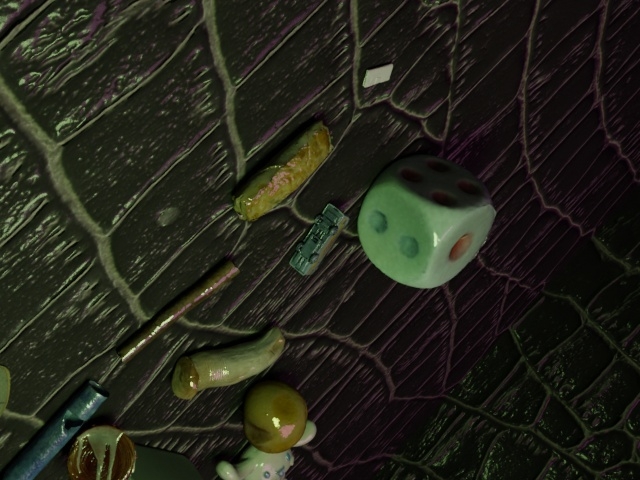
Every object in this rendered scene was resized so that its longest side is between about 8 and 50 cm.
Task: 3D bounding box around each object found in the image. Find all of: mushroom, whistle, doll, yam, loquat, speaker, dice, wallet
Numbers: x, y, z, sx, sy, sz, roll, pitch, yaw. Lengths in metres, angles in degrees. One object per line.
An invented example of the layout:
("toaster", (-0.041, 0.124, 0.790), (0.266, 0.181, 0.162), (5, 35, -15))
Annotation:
("mushroom", (-0.229, 0.312, 2.015), (0.351, 0.095, 0.123), (-17, 120, -45))
("whistle", (-0.586, 0.435, 1.712), (0.304, 0.062, 0.062), (-48, 150, -3))
("doll", (-0.186, 0.768, 2.504), (0.376, 0.187, 0.366), (-5, 123, -28))
("yam", (-0.319, 0.156, 1.760), (0.327, 0.045, 0.045), (-40, 116, -12))
("loquat", (-0.138, 0.508, 2.258), (0.213, 0.213, 0.213), (-33, 147, -25))
("speaker", (-0.462, 0.661, 2.028), (0.184, 0.183, 0.406), (-43, 150, 2))
("dice", (0.277, -0.053, 2.086), (0.268, 0.262, 0.265), (-24, 142, -40))
("wallet", (0.129, -0.373, 1.767), (0.083, 0.011, 0.044), (-25, 143, -36))

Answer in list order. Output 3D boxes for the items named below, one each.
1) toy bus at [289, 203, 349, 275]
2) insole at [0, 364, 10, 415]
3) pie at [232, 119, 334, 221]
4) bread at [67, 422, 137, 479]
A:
("toy bus", (0.000, 0.000, 1.981), (0.190, 0.064, 0.075), (-55, 156, 11))
("insole", (-0.696, 0.381, 1.553), (0.119, 0.009, 0.348), (2, 123, -55))
("pie", (-0.072, -0.150, 1.709), (0.282, 0.068, 0.128), (-45, 151, -14))
("bread", (-0.502, 0.502, 1.804), (0.160, 0.160, 0.073), (-39, 172, -16))
